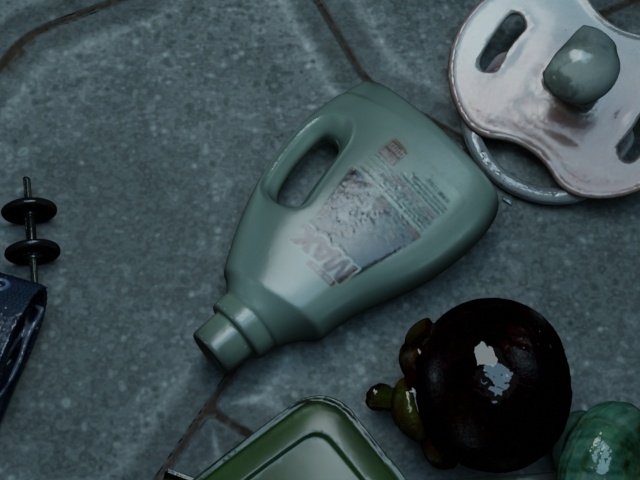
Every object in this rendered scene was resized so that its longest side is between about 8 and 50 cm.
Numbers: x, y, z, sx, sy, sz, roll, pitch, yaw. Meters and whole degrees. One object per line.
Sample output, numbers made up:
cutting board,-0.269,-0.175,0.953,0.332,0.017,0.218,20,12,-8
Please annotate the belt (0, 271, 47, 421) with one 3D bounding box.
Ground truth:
belt,-0.414,0.133,1.541,0.128,0.122,0.218,18,69,6

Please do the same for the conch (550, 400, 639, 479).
conch,0.335,0.276,1.538,0.122,0.176,0.188,-15,45,15

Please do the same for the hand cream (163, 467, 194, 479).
hand cream,-0.186,0.326,1.535,0.036,0.023,0.122,18,64,7

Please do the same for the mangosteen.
mangosteen,0.170,0.174,1.543,0.250,0.211,0.211,-12,67,19

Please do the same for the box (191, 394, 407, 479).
box,0.010,0.369,1.435,0.253,0.178,0.329,-35,69,-10

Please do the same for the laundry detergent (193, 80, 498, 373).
laundry detergent,0.000,0.000,1.631,0.398,0.125,0.264,-40,77,-16

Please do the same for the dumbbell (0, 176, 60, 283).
dumbbell,-0.358,-0.011,1.631,0.069,0.069,0.147,-6,69,-7

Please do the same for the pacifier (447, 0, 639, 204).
pacifier,0.321,-0.200,1.689,0.332,0.273,0.220,34,53,8

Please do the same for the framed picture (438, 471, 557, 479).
framed picture,0.154,0.380,1.542,0.281,0.019,0.209,-4,69,-6
